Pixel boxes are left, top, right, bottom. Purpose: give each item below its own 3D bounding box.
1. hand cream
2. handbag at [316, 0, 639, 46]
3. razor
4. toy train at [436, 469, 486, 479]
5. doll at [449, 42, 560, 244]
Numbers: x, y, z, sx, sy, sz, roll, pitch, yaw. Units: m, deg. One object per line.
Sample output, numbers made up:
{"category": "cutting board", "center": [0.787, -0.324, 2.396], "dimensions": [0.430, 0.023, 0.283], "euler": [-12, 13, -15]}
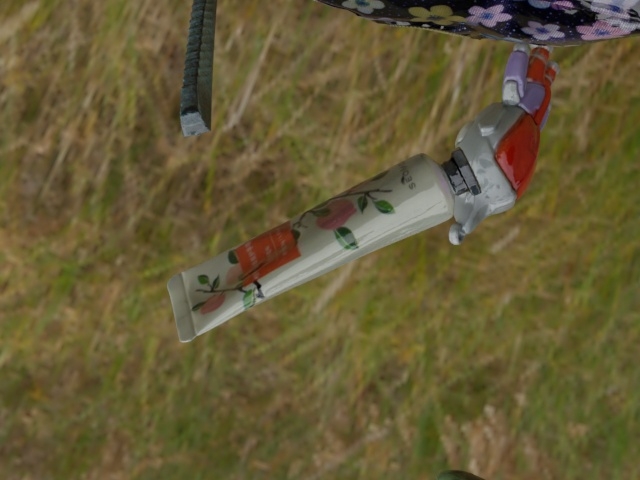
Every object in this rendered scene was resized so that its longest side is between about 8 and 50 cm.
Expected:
{"category": "hand cream", "center": [0.000, 0.000, 1.128], "dimensions": [0.234, 0.080, 0.050], "euler": [-26, 124, 4]}
{"category": "handbag", "center": [0.050, -0.155, 0.698], "dimensions": [0.228, 0.127, 0.208], "euler": [9, -171, -5]}
{"category": "razor", "center": [-0.074, -0.135, 1.014], "dimensions": [0.066, 0.190, 0.033], "euler": [-11, 138, 10]}
{"category": "toy train", "center": [0.015, 0.268, 0.804], "dimensions": [0.150, 0.221, 0.304], "euler": [26, 105, -17]}
{"category": "doll", "center": [0.168, -0.088, 1.483], "dimensions": [0.075, 0.227, 0.102], "euler": [12, 152, 32]}
